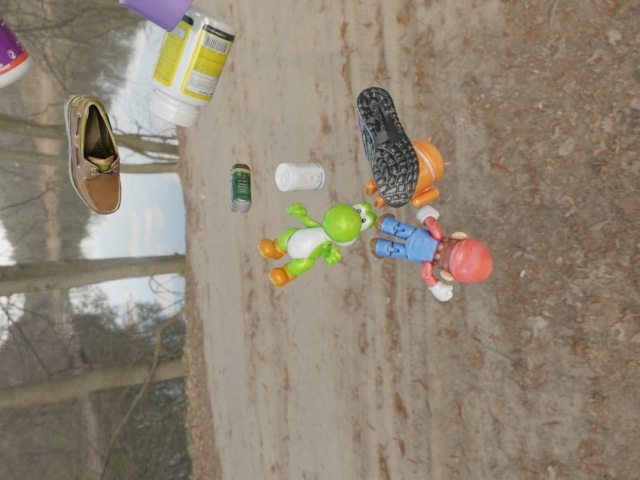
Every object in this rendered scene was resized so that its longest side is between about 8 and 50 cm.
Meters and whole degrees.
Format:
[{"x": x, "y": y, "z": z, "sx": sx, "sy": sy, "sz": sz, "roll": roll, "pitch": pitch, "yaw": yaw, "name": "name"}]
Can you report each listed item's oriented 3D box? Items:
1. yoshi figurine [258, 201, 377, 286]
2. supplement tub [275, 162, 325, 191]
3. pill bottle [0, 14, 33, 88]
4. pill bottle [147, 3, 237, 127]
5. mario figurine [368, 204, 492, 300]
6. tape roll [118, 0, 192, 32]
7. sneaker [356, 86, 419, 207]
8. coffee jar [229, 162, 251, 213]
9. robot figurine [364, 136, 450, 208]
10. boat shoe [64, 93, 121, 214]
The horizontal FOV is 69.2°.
[{"x": -0.013, "y": -0.011, "z": 1.361, "sx": 0.362, "sy": 0.203, "sz": 0.203, "roll": -29, "pitch": 29, "yaw": 15, "name": "yoshi figurine"}, {"x": -0.049, "y": -0.157, "z": 1.143, "sx": 0.071, "sy": 0.107, "sz": 0.070, "roll": 9, "pitch": 102, "yaw": 50, "name": "supplement tub"}, {"x": -0.930, "y": -0.566, "z": 1.205, "sx": 0.181, "sy": 0.182, "sz": 0.322, "roll": 50, "pitch": 167, "yaw": 44, "name": "pill bottle"}, {"x": -0.253, "y": -0.335, "z": 0.896, "sx": 0.119, "sy": 0.119, "sz": 0.208, "roll": 50, "pitch": 119, "yaw": 45, "name": "pill bottle"}, {"x": 0.303, "y": 0.032, "z": 1.255, "sx": 0.321, "sy": 0.170, "sz": 0.198, "roll": 20, "pitch": 132, "yaw": 30, "name": "mario figurine"}, {"x": -0.222, "y": -0.418, "z": 0.689, "sx": 0.189, "sy": 0.080, "sz": 0.188, "roll": -30, "pitch": 49, "yaw": 42, "name": "tape roll"}, {"x": 0.155, "y": -0.207, "z": 1.092, "sx": 0.124, "sy": 0.107, "sz": 0.283, "roll": 88, "pitch": 171, "yaw": -79, "name": "sneaker"}, {"x": -0.307, "y": -0.203, "z": 1.783, "sx": 0.096, "sy": 0.079, "sz": 0.184, "roll": 119, "pitch": 149, "yaw": -55, "name": "coffee jar"}, {"x": 0.218, "y": -0.167, "z": 1.175, "sx": 0.158, "sy": 0.219, "sz": 0.128, "roll": 50, "pitch": 173, "yaw": 47, "name": "robot figurine"}, {"x": -0.545, "y": -0.193, "z": 1.125, "sx": 0.105, "sy": 0.111, "sz": 0.307, "roll": 26, "pitch": 130, "yaw": 42, "name": "boat shoe"}]
